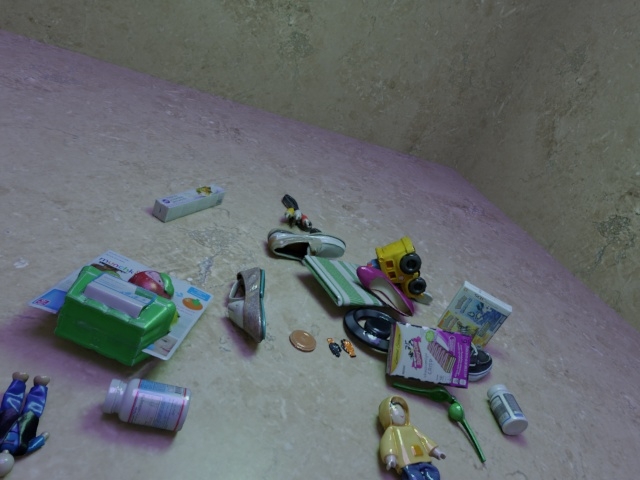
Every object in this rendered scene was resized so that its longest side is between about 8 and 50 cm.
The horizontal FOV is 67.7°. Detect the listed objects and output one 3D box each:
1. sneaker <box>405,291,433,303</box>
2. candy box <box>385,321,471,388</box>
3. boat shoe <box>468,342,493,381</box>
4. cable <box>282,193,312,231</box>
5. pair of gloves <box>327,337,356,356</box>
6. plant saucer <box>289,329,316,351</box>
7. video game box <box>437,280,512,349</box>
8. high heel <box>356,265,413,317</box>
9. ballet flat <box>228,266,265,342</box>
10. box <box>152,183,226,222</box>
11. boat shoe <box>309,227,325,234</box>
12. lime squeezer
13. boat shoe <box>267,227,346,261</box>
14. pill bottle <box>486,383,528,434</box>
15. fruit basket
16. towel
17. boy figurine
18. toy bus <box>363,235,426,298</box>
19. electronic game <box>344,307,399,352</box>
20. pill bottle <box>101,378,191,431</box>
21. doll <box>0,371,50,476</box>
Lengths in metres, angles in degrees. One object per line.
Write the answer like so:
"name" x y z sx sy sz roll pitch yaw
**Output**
"sneaker" 0.371 0.193 1.889 0.152 0.058 0.084 15 36 -6
"candy box" 0.321 0.341 1.419 0.233 0.159 0.071 10 -16 -2
"boat shoe" 0.459 0.381 1.558 0.335 0.119 0.121 6 33 -34
"cable" -0.095 -0.129 2.053 0.139 0.072 0.287 23 26 -17
"pair of gloves" 0.064 0.323 1.444 0.083 0.010 0.074 8 32 -30
"plant saucer" -0.050 0.291 1.399 0.083 0.013 0.083 21 27 -11
"video game box" 0.556 0.276 1.736 0.187 0.205 0.048 31 28 11
"high heel" 0.226 0.180 1.661 0.244 0.082 0.117 44 6 -17
"ballet flat" -0.212 0.186 1.380 0.106 0.107 0.316 -1 26 -7
"box" -0.474 -0.144 1.758 0.063 0.067 0.324 32 28 15
"boat shoe" 0.000 0.000 1.919 0.049 0.056 0.152 1 35 -49
"lime squeezer" 0.360 0.481 1.365 0.310 0.059 0.110 38 29 22
"boat shoe" -0.046 0.033 1.773 0.302 0.113 0.103 6 32 -14
"pill bottle" 0.566 0.514 1.459 0.078 0.078 0.137 17 28 -17
"fruit basket" -0.455 0.134 1.173 0.327 0.165 0.353 24 23 -2
"towel" 0.105 0.153 1.704 0.325 0.038 0.248 12 28 -49
"boy figurine" 0.224 0.509 1.161 0.177 0.092 0.285 9 34 -24
"toy bus" 0.270 0.120 1.770 0.211 0.220 0.149 -17 19 3
"electronic game" 0.186 0.291 1.562 0.229 0.048 0.229 17 20 -7
"pill bottle" -0.354 0.333 0.979 0.160 0.087 0.087 18 28 -15
"doll" -0.553 0.330 0.859 0.129 0.046 0.189 22 32 -29
